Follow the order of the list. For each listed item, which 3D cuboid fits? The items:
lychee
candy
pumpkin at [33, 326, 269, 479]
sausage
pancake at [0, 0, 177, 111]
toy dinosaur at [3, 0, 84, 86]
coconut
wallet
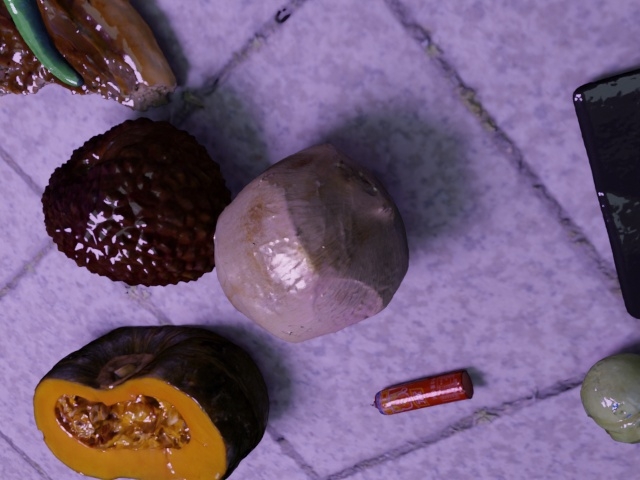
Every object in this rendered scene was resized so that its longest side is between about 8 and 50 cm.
[{"bbox_3d":[-0.181,-0.032,0.680,0.188,0.188,0.188,9,121,15],"label":"lychee"},{"bbox_3d":[0.407,0.231,0.674,0.335,0.092,0.093,39,88,-13],"label":"candy"},{"bbox_3d":[-0.220,0.238,0.862,0.317,0.139,0.221,-6,113,22],"label":"pumpkin"},{"bbox_3d":[0.117,0.185,0.770,0.129,0.034,0.034,-20,110,28],"label":"sausage"},{"bbox_3d":[-0.303,-0.209,0.685,0.244,0.057,0.266,-30,104,31],"label":"pancake"},{"bbox_3d":[-0.172,-0.414,0.505,0.375,0.144,0.500,-16,115,14],"label":"toy dinosaur"},{"bbox_3d":[-0.002,0.001,0.624,0.194,0.194,0.194,9,121,15],"label":"coconut"},{"bbox_3d":[0.315,-0.040,0.572,0.124,0.025,0.244,-14,114,26],"label":"wallet"}]
